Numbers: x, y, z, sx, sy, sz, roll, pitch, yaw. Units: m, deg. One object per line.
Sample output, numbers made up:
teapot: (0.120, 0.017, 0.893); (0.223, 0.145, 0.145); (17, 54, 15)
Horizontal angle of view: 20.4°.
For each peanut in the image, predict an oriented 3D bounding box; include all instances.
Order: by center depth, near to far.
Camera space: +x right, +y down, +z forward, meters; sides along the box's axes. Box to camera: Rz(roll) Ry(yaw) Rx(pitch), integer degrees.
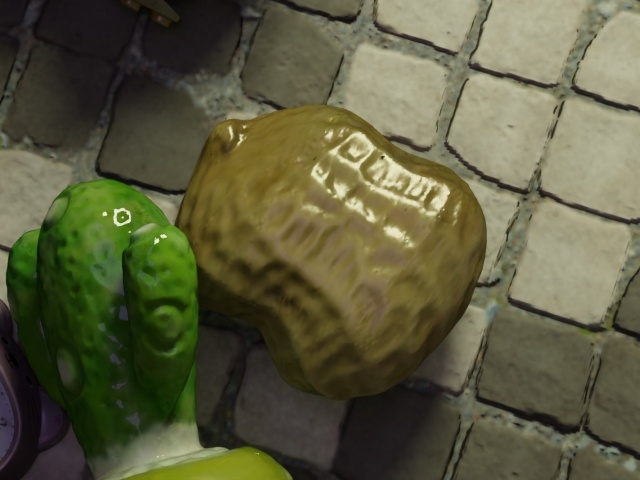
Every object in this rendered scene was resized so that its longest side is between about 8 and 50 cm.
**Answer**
peanut: (0.000, 0.000, 1.298); (0.233, 0.110, 0.196); (36, 84, 8)

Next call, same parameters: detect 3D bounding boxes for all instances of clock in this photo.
clock: (-0.263, 0.112, 1.327); (0.110, 0.050, 0.152); (-33, 79, -2)

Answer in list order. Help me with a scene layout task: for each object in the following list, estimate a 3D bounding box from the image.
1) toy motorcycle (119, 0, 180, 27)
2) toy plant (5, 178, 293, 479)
toy motorcycle: (-0.196, -0.235, 1.372); (0.229, 0.094, 0.130); (28, 87, -4)
toy plant: (-0.131, 0.111, 1.236); (0.184, 0.224, 0.316); (-14, 80, -34)
